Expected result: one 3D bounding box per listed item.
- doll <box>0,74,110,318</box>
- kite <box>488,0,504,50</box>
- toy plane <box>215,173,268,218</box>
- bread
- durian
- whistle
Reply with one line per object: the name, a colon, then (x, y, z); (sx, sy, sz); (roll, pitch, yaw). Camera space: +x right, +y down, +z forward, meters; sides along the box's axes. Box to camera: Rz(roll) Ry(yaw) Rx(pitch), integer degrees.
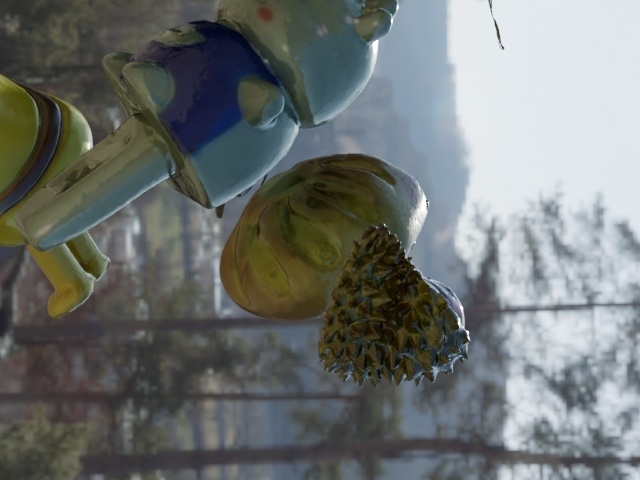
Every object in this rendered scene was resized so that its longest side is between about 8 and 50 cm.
doll: (-0.288, -0.107, 1.080); (0.363, 0.145, 0.199); (61, 10, -16)
kite: (0.221, -0.383, 1.767); (0.229, 0.012, 0.250); (-57, 134, -81)
toy plane: (-0.075, -0.093, 1.306); (0.060, 0.037, 0.145); (-29, 148, -51)
bread: (0.012, -0.006, 1.545); (0.156, 0.260, 0.158); (21, -32, 57)
durian: (0.069, 0.082, 1.106); (0.119, 0.108, 0.187); (-52, 154, -22)
whistle: (-0.058, -0.075, 0.685); (0.092, 0.244, 0.110); (62, -14, -27)
